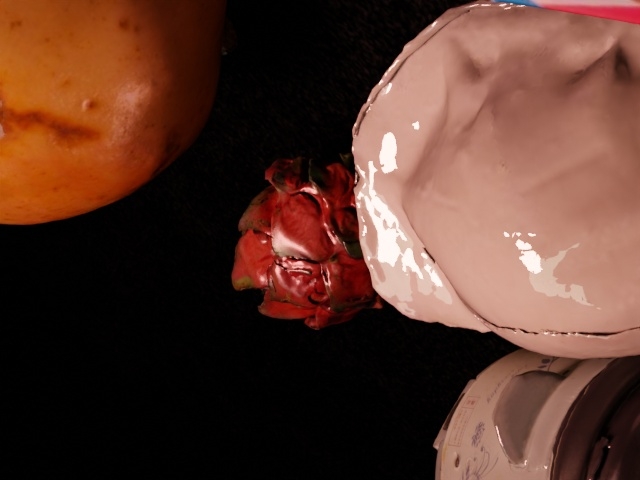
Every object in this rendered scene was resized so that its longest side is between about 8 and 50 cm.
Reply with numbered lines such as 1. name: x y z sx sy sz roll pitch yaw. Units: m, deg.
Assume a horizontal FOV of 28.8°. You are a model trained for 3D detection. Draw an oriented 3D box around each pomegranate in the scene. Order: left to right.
1. pomegranate: -0.261 -0.221 1.085 0.410 0.410 0.410 36 156 19

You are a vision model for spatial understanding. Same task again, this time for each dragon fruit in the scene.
1. dragon fruit: 0.003 -0.001 1.228 0.182 0.182 0.188 44 168 2

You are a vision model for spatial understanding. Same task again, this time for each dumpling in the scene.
1. dumpling: 0.176 -0.047 0.861 0.341 0.181 0.260 7 117 60

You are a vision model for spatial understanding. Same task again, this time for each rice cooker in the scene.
1. rice cooker: 0.252 0.206 1.037 0.316 0.264 0.317 32 162 11

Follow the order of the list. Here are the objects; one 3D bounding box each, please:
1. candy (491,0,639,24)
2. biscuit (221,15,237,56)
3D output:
1. candy: 0.222 -0.170 0.578 0.306 0.157 0.100 21 148 43
2. biscuit: -0.146 -0.210 1.294 0.064 0.034 0.199 52 156 -18
